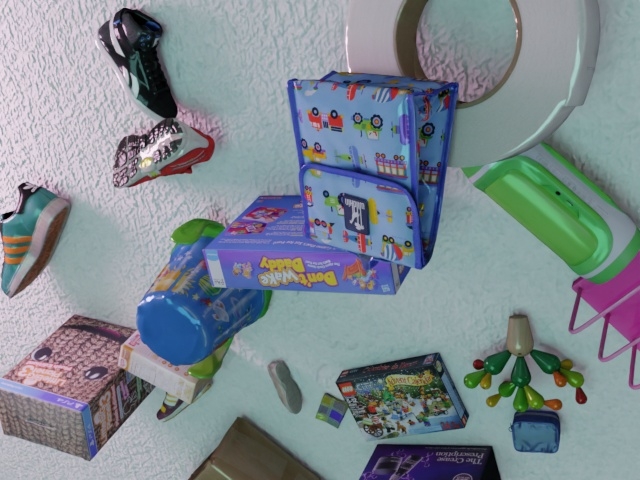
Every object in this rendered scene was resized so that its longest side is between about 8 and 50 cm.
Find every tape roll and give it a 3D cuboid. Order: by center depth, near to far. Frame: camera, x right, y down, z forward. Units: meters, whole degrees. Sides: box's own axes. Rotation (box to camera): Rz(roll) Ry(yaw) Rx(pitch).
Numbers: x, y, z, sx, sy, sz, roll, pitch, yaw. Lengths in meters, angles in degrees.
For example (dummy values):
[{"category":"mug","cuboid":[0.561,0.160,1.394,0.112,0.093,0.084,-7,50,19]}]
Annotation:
[{"category":"tape roll","cuboid":[0.216,-0.301,1.282,0.392,0.072,0.392,8,104,34]}]

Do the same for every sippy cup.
[{"category":"sippy cup","cuboid":[-0.247,0.126,1.728,0.240,0.224,0.305,-26,104,34]}]

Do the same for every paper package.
[{"category":"paper package","cuboid":[-0.159,0.628,2.015,0.325,0.168,0.309,38,128,0]}]

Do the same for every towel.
[{"category":"towel","cuboid":[0.024,0.372,1.877,0.060,0.009,0.083,26,126,8]}]

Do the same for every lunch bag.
[{"category":"lunch bag","cuboid":[0.076,-0.098,1.308,0.221,0.138,0.293,13,113,34]},{"category":"lunch bag","cuboid":[0.412,0.366,1.657,0.098,0.065,0.067,0,103,18]}]

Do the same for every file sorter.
[{"category":"file sorter","cuboid":[0.573,0.155,1.388,0.291,0.182,0.202,42,126,-3]}]

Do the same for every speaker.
[{"category":"speaker","cuboid":[0.372,-0.065,1.390,0.296,0.131,0.131,41,127,-1]}]

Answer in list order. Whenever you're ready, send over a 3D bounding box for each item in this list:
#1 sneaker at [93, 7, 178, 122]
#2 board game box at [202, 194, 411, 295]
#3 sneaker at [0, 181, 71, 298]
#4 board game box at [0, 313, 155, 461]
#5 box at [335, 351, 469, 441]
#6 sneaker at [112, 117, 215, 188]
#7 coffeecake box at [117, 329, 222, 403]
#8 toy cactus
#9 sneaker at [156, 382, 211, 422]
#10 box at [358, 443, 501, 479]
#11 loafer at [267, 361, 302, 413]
[{"category":"sneaker","cuboid":[-0.317,-0.327,1.586,0.121,0.079,0.217,-31,101,35]},{"category":"board game box","cuboid":[0.000,0.000,1.534,0.347,0.233,0.078,1,118,25]},{"category":"sneaker","cuboid":[-0.664,-0.004,1.926,0.121,0.108,0.302,36,119,3]},{"category":"board game box","cuboid":[-0.539,0.322,1.935,0.232,0.291,0.141,11,122,19]},{"category":"box","cuboid":[0.165,0.324,1.761,0.233,0.044,0.159,-17,110,31]},{"category":"sneaker","cuboid":[-0.309,-0.153,1.674,0.279,0.118,0.107,-10,72,46]},{"category":"coffeecake box","cuboid":[-0.325,0.255,1.889,0.186,0.142,0.068,26,125,10]},{"category":"toy cactus","cuboid":[0.377,0.226,1.589,0.219,0.112,0.180,-1,99,28]},{"category":"sneaker","cuboid":[-0.333,0.353,2.004,0.185,0.069,0.084,-39,89,30]},{"category":"box","cuboid":[0.216,0.511,1.760,0.261,0.184,0.103,-6,115,27]},{"category":"loafer","cuboid":[-0.079,0.321,1.880,0.039,0.045,0.125,-8,109,47]}]
